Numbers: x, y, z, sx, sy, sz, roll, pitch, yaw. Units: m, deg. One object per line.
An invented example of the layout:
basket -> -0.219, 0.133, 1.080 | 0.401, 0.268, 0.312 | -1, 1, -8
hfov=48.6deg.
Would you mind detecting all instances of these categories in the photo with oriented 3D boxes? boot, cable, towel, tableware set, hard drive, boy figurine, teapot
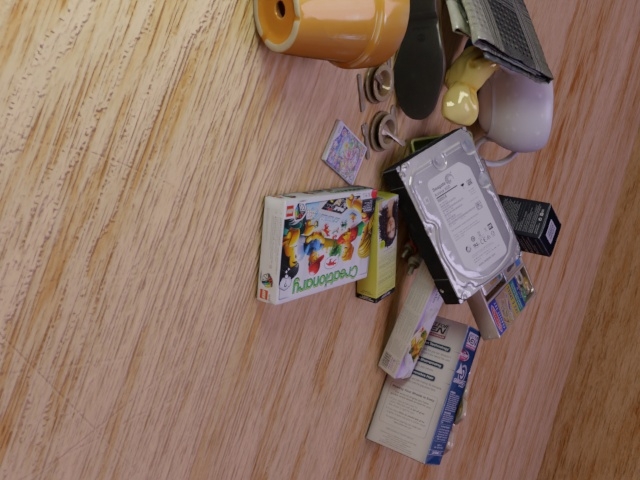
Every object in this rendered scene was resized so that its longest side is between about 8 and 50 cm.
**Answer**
boot -> 0.224, -0.412, 1.498 | 0.115, 0.112, 0.305 | -33, 126, -58
cable -> 0.272, -0.036, 1.769 | 0.139, 0.072, 0.287 | 54, 45, -29
towel -> 0.366, -0.500, 1.533 | 0.312, 0.056, 0.324 | 11, 58, -44
tableware set -> 0.134, -0.274, 1.469 | 0.128, 0.039, 0.194 | -40, 133, -41
hard drive -> 0.306, -0.058, 1.595 | 0.237, 0.064, 0.339 | -31, 100, -29
boy figurine -> 0.359, -0.395, 1.631 | 0.092, 0.177, 0.285 | 30, 70, -25
teapot -> 0.481, -0.339, 1.823 | 0.252, 0.187, 0.256 | 52, 37, -82

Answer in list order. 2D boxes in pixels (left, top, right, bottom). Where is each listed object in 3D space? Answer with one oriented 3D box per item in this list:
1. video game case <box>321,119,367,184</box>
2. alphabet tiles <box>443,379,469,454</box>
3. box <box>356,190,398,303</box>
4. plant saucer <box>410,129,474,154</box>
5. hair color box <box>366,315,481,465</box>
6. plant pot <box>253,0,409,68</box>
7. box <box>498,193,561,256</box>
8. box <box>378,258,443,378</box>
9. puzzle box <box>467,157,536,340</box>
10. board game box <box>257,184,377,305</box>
video game case -> 0.049, -0.174, 1.411 | 0.122, 0.011, 0.087 | 36, 73, -54
alphabet tiles -> 0.331, 0.437, 1.883 | 0.278, 0.021, 0.284 | 114, -7, -55
box -> 0.123, 0.014, 1.547 | 0.087, 0.058, 0.232 | -27, 124, -48
plant saucer -> 0.290, -0.153, 1.659 | 0.188, 0.045, 0.188 | -13, 92, -31
hair color box -> 0.260, 0.362, 1.769 | 0.105, 0.174, 0.347 | 29, 78, -54
plant pot -> 0.005, -0.371, 1.131 | 0.188, 0.205, 0.205 | -17, 117, -34
box -> 0.552, -0.046, 2.002 | 0.153, 0.207, 0.108 | 39, 70, -54
box -> 0.234, 0.177, 1.691 | 0.063, 0.067, 0.324 | 6, 110, -44
puzzle box -> 0.417, 0.015, 1.817 | 0.272, 0.052, 0.409 | -33, 102, -47
board game box -> 0.000, 0.000, 1.369 | 0.305, 0.053, 0.193 | -13, 113, -53
